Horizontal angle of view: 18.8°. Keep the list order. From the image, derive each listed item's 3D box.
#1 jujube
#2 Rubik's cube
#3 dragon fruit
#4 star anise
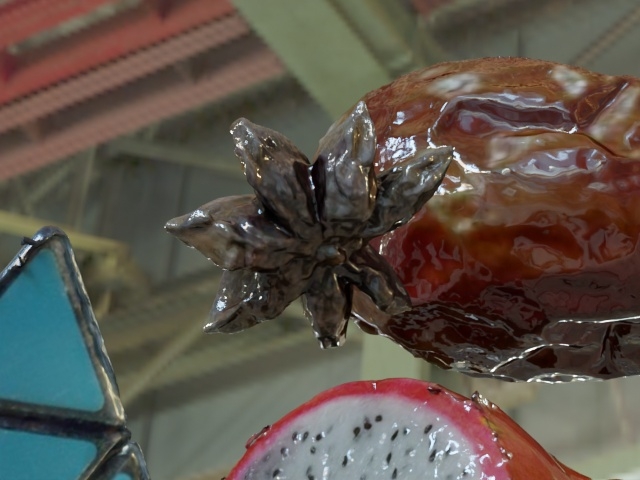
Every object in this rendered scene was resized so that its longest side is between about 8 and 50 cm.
[{"bbox_3d":[0.174,-0.014,1.605,0.376,0.276,0.276,1,-40,4],"label":"jujube"},{"bbox_3d":[-0.177,0.165,0.919,0.228,0.228,0.233,-15,-37,16],"label":"Rubik's cube"},{"bbox_3d":[0.072,0.241,1.069,0.305,0.305,0.225,-30,-45,35],"label":"dragon fruit"},{"bbox_3d":[-0.014,-0.006,1.394,0.196,0.073,0.212,6,-57,-13],"label":"star anise"}]
